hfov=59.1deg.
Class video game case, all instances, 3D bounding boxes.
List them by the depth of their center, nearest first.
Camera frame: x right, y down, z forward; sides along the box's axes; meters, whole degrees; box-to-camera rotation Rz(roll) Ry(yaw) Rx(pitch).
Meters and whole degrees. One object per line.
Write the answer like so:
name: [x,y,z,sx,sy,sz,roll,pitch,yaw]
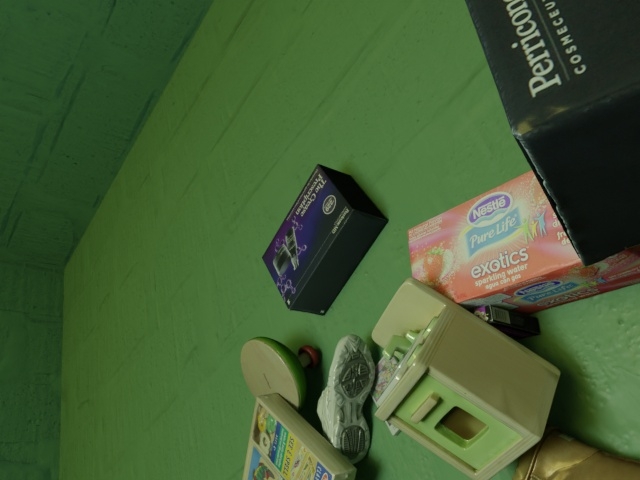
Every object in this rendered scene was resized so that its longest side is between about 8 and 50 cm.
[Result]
video game case: [0.128,0.270,1.007,0.087,0.011,0.122,-56,40,23]

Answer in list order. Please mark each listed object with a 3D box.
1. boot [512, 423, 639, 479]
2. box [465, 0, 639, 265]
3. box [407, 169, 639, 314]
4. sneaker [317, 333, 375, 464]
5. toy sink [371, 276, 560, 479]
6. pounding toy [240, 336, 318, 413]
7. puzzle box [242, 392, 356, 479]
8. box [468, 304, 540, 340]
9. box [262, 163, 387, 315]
boot: [0.339,0.356,0.637,0.269,0.089,0.236,12,88,53]
box: [0.378,-0.301,0.520,0.472,0.297,0.479,-24,57,25]
box: [0.282,0.011,0.777,0.300,0.154,0.142,-29,56,45]
sneaker: [0.033,0.287,1.054,0.115,0.090,0.232,3,86,62]
toy sink: [0.165,0.188,0.758,0.234,0.131,0.152,34,135,10]
pounding toy: [-0.068,0.296,1.206,0.183,0.110,0.236,14,119,43]
puzzle box: [-0.069,0.538,1.071,0.272,0.052,0.408,24,108,51]
box: [0.222,0.136,0.842,0.162,0.116,0.029,-29,54,44]
box: [0.000,0.000,1.200,0.261,0.103,0.184,-58,42,22]
